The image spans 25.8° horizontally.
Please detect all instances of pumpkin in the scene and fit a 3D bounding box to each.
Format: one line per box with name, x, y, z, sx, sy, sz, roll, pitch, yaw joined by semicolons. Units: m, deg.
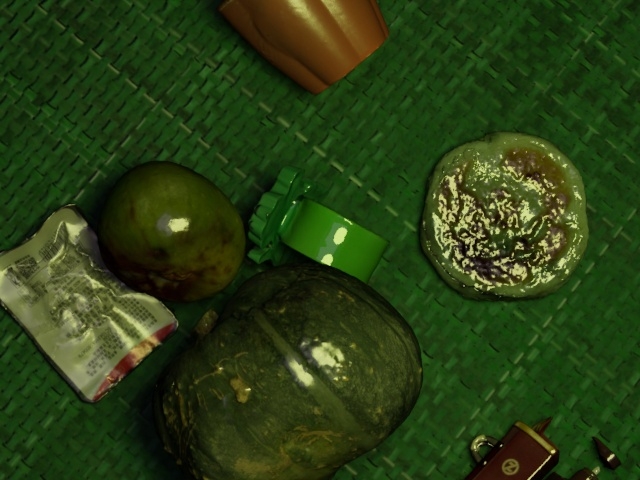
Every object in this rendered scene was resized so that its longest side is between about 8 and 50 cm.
pumpkin;-0.047;0.179;1.667;0.257;0.291;0.328;45;96;0

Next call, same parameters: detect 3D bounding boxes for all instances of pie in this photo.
pie;0.245;-0.029;1.842;0.240;0.054;0.240;0;83;-2

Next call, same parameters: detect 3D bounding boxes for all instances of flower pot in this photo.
flower pot;-0.008;-0.294;1.803;0.190;0.190;0.173;-42;99;-8

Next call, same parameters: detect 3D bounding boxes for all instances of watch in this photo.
watch;0.000;0.000;1.765;0.152;0.165;0.131;30;88;16

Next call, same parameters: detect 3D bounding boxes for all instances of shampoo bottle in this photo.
shampoo bottle;0.291;0.354;1.791;0.236;0.067;0.068;-41;97;-8

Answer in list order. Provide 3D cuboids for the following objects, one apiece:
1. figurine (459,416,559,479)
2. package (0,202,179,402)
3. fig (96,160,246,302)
figurine;0.243;0.282;1.798;0.098;0.082;0.154;40;81;21
package;-0.312;0.077;1.798;0.166;0.040;0.232;-42;95;-6
fig;-0.190;-0.016;1.749;0.181;0.181;0.191;-18;50;-6
